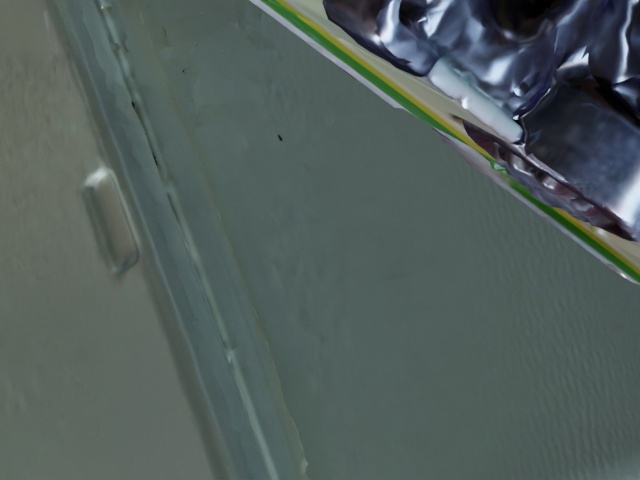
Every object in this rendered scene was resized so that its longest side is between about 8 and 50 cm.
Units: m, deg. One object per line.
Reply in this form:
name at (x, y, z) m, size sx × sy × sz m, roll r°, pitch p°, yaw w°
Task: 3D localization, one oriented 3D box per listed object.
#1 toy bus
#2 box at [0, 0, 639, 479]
toy bus at (0.086, -0.078, 0.540) m, size 0.179 × 0.305 × 0.143 m, roll 35°, pitch -87°, yaw 41°
box at (0.000, 0.000, 0.821) m, size 0.177 × 0.344 × 0.352 m, roll -32°, pitch -105°, yaw 42°
